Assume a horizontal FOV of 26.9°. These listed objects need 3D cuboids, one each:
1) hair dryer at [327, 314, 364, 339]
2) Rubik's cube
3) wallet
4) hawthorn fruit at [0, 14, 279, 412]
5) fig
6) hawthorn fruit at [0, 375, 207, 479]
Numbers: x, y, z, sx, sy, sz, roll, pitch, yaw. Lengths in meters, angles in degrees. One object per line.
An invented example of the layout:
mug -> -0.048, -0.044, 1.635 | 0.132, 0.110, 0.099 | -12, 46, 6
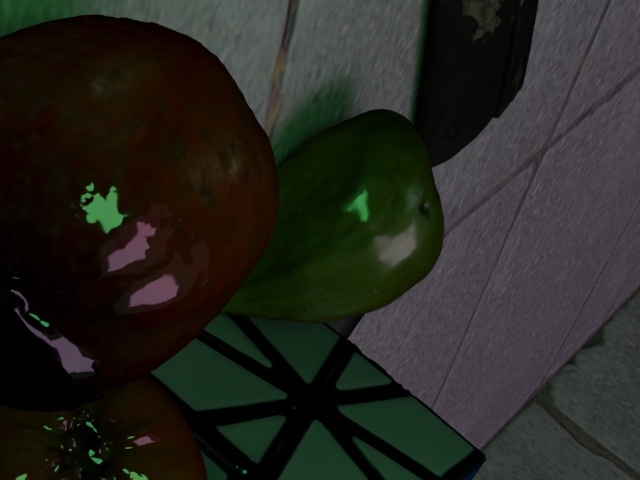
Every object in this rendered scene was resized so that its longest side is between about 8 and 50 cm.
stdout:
hair dryer -> 0.023, 0.077, 1.468 | 0.196, 0.078, 0.248 | -57, 166, 21
Rubik's cube -> -0.076, 0.241, 1.197 | 0.288, 0.293, 0.283 | -17, 139, -56
wallet -> 0.161, -0.203, 1.294 | 0.170, 0.044, 0.321 | -42, 159, -21
hawthorn fruit -> -0.119, -0.025, 0.741 | 0.249, 0.215, 0.215 | -30, 152, -43
fig -> 0.015, -0.001, 1.156 | 0.233, 0.167, 0.167 | -54, 162, -13
hawthorn fruit -> -0.197, 0.193, 1.004 | 0.196, 0.196, 0.225 | -36, 172, -37
